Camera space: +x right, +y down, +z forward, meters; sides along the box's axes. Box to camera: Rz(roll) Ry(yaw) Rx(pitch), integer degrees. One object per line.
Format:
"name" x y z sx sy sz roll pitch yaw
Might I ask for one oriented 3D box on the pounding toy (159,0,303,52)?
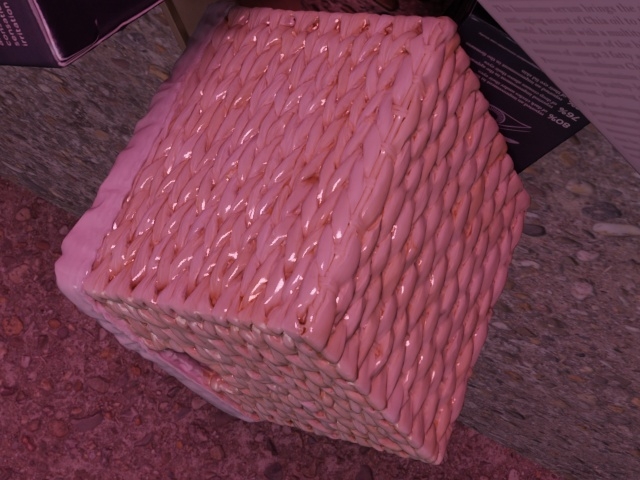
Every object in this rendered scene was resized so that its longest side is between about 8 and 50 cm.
"pounding toy" -0.127 -0.289 0.922 0.181 0.094 0.206 19 150 31

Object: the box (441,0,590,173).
"box" 0.181 -0.167 0.821 0.153 0.108 0.207 29 160 -7

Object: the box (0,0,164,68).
"box" -0.261 -0.298 0.679 0.395 0.293 0.212 11 133 36

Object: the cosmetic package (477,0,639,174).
"cosmetic package" 0.274 -0.153 0.580 0.453 0.161 0.230 37 177 -28

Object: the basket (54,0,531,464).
"basket" 0.000 0.000 0.822 0.266 0.331 0.328 10 154 34
